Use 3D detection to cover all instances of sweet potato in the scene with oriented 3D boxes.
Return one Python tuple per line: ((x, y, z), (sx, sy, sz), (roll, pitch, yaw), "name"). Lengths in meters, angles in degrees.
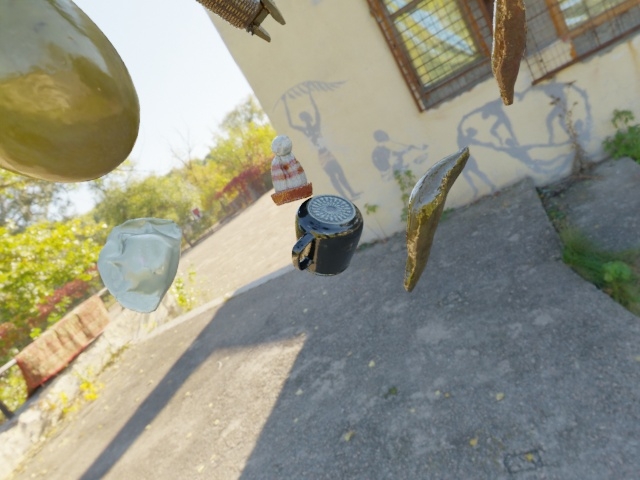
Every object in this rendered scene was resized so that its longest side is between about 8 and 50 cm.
((0.385, -0.421, 0.873), (0.072, 0.314, 0.066), (-24, 48, -2), "sweet potato")
((0.162, -0.031, 0.677), (0.069, 0.250, 0.059), (3, 19, -38), "sweet potato")

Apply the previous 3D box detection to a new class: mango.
((-0.213, -0.120, 0.283), (0.091, 0.194, 0.130), (-13, 54, 55), "mango")

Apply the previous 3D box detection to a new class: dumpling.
((-0.433, 0.051, 1.034), (0.131, 0.179, 0.252), (-41, 39, 54), "dumpling")

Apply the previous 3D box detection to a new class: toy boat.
((-0.194, -0.469, 0.786), (0.089, 0.115, 0.310), (-32, -31, 31), "toy boat")

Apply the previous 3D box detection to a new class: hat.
((-0.080, -0.171, 1.043), (0.112, 0.163, 0.093), (-25, 12, -37), "hat")

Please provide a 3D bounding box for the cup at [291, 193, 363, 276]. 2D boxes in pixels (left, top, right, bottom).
((0.000, 0.000, 1.075), (0.223, 0.169, 0.177), (-40, -28, -39), "cup")
